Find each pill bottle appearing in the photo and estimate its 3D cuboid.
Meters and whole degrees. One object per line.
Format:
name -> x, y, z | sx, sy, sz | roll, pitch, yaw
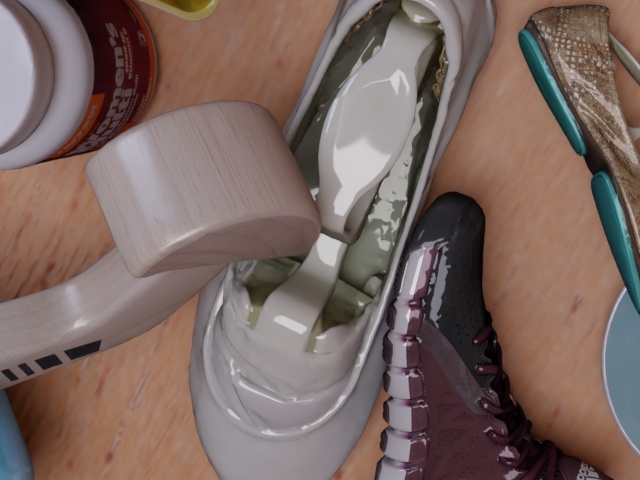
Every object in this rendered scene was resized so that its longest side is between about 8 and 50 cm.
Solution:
pill bottle -> -0.186, -0.106, 1.208 | 0.121, 0.221, 0.121 | 1, 97, 11

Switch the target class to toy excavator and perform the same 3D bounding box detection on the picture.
toy excavator -> -0.242, 0.087, 1.238 | 0.445, 0.433, 0.222 | -20, 70, -18

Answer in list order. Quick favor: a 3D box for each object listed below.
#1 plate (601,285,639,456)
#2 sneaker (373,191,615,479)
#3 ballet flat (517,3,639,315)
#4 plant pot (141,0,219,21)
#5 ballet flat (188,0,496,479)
plate -> 0.276, 0.077, 1.262 | 0.188, 0.024, 0.188 | 2, 102, 10
sneaker -> 0.125, 0.112, 1.251 | 0.162, 0.106, 0.281 | 12, 112, 18
ballet flat -> 0.192, -0.055, 1.221 | 0.067, 0.073, 0.206 | -23, 92, -3
plant pot -> -0.134, -0.285, 1.163 | 0.212, 0.187, 0.212 | 20, 106, -21
ballet flat -> 0.000, 0.000, 1.245 | 0.139, 0.139, 0.400 | 22, 105, 6
